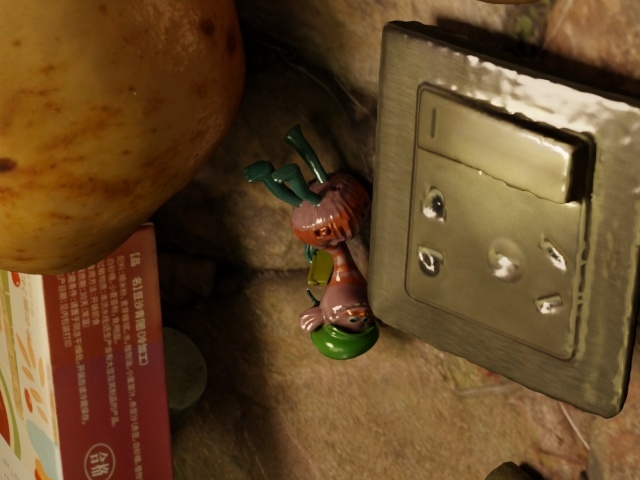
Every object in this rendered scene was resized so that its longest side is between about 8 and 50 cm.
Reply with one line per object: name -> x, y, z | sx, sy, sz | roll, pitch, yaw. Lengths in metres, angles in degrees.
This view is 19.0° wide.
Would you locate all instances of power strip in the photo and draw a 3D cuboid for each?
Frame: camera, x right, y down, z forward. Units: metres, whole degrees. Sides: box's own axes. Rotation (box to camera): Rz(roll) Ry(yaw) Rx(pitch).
power strip -> 0.152, -0.025, 1.452 | 0.257, 0.092, 0.251 | 24, 127, 38

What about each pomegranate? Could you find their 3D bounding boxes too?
pomegranate -> -0.263, -0.140, 1.558 | 0.410, 0.410, 0.410 | 31, 139, 31

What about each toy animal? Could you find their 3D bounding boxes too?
toy animal -> 0.000, 0.000, 1.664 | 0.103, 0.100, 0.208 | 43, 160, 57

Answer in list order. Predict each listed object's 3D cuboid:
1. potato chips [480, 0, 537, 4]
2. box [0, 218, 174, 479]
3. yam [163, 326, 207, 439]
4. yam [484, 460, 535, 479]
potato chips -> 0.102, -0.248, 1.350 | 0.208, 0.062, 0.195 | -8, 115, 50
box -> -0.274, 0.105, 1.910 | 0.344, 0.122, 0.385 | 37, 136, 53
yam -> -0.196, 0.189, 2.050 | 0.093, 0.093, 0.259 | 48, 145, 9
yam -> 0.206, 0.267, 1.654 | 0.169, 0.068, 0.068 | 39, 143, 23
